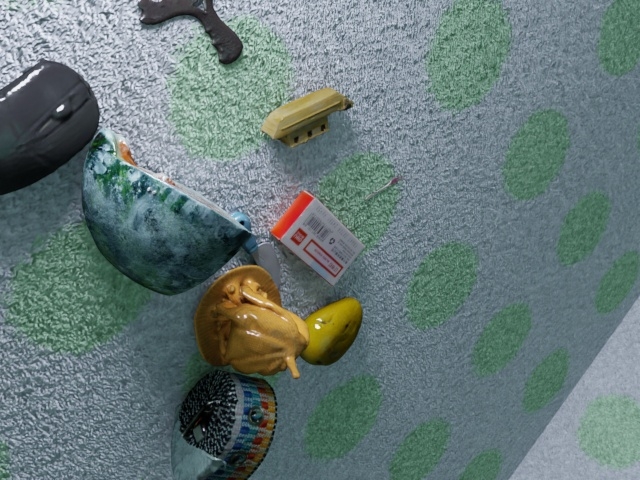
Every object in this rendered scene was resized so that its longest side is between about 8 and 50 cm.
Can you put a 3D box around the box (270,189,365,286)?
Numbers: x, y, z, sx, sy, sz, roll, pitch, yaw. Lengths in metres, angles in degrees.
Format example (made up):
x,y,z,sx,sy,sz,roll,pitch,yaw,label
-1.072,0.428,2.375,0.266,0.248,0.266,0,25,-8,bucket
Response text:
x,y,z,sx,sy,sz,roll,pitch,yaw,label
0.000,0.000,1.417,0.123,0.050,0.229,-51,134,-2,box

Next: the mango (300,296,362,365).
x,y,z,sx,sy,sz,roll,pitch,yaw,label
0.027,0.211,1.522,0.195,0.098,0.137,-44,129,-17,mango

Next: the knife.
x,y,z,sx,sy,sz,roll,pitch,yaw,label
-0.127,0.025,1.348,0.058,0.032,0.244,-47,138,-14,knife

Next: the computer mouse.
x,y,z,sx,sy,sz,roll,pitch,yaw,label
-0.447,-0.153,0.957,0.269,0.086,0.138,-40,132,-16,computer mouse

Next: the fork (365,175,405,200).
x,y,z,sx,sy,sz,roll,pitch,yaw,label
0.148,-0.122,1.496,0.115,0.012,0.016,-31,125,-15,fork

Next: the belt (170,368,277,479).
x,y,z,sx,sy,sz,roll,pitch,yaw,label
-0.206,0.399,1.353,0.150,0.207,0.258,23,111,-36,belt

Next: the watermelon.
x,y,z,sx,sy,sz,roll,pitch,yaw,label
-0.240,-0.050,1.095,0.214,0.289,0.320,-56,143,-53,watermelon

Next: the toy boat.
x,y,z,sx,sy,sz,roll,pitch,yaw,label
-0.022,-0.239,1.266,0.200,0.057,0.077,-30,133,-23,toy boat

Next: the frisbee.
x,y,z,sx,sy,sz,roll,pitch,yaw,label
-0.211,-0.383,1.067,0.187,0.012,0.211,-23,127,-26,frisbee

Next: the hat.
x,y,z,sx,sy,sz,roll,pitch,yaw,label
-0.114,0.217,1.307,0.233,0.233,0.244,32,94,-46,hat
